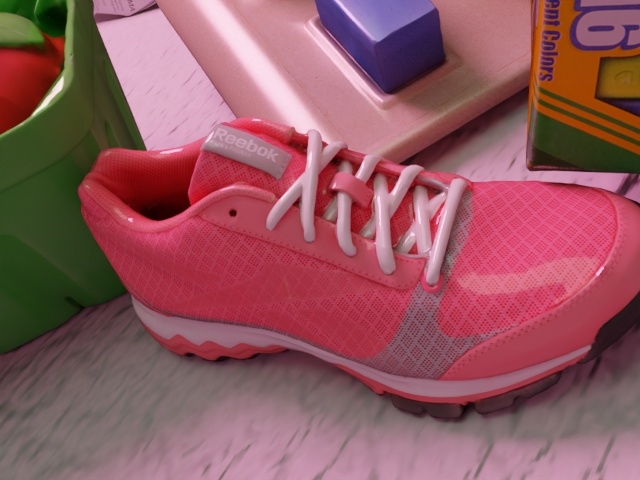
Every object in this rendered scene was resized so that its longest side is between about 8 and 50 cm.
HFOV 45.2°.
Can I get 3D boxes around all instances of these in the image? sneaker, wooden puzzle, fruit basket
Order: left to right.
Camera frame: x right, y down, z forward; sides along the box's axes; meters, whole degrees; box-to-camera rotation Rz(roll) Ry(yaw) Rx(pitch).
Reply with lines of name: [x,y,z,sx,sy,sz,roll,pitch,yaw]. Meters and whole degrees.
fruit basket: [-0.329,-0.090,0.507,0.392,0.392,0.283,-27,40,6]
sneaker: [-0.001,0.000,0.383,0.314,0.136,0.116,-2,49,31]
wooden puzzle: [0.058,-0.224,0.562,0.348,0.080,0.322,-34,56,-1]

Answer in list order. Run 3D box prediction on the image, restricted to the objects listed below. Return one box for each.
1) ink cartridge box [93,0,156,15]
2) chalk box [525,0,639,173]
ink cartridge box: [-0.169,-0.342,0.924,0.232,0.066,0.189,14,54,15]
chalk box: [0.240,-0.145,0.323,0.289,0.179,0.180,2,49,14]
